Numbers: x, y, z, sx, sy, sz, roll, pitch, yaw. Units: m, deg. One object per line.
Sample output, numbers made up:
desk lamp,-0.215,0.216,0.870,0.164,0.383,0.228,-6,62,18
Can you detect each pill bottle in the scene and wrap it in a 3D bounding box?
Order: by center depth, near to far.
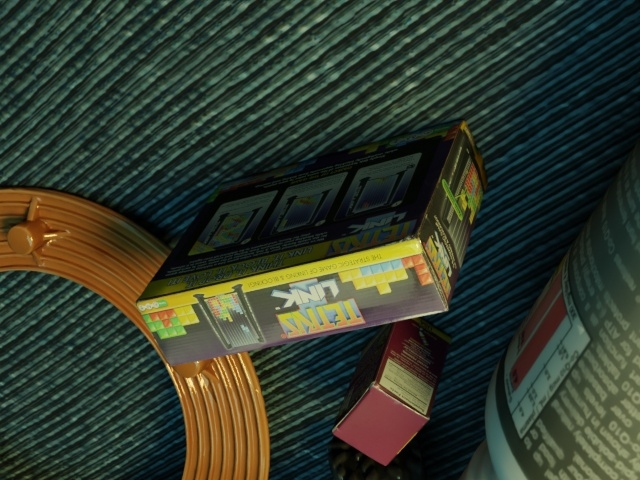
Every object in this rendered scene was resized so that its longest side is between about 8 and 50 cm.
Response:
pill bottle,0.211,0.068,0.590,0.210,0.210,0.363,26,126,0

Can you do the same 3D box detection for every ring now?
ring,-0.196,0.126,0.818,0.336,0.032,0.337,7,110,19

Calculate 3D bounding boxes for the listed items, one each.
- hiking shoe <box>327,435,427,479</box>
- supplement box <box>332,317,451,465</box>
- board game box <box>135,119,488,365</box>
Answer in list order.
hiking shoe,0.058,0.223,0.739,0.086,0.227,0.114,-13,124,5
supplement box,0.046,0.091,0.734,0.043,0.083,0.055,33,127,-5
board game box,0.000,0.000,0.654,0.170,0.141,0.048,-13,117,25
